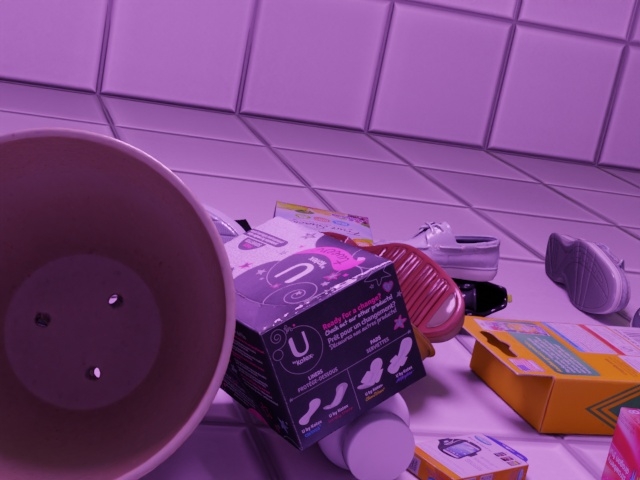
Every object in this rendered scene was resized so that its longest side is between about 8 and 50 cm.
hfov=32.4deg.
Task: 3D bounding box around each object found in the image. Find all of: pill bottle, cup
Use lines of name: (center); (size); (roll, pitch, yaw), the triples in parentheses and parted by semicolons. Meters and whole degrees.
pill bottle: (0.035, 0.186, 1.195); (0.103, 0.103, 0.184); (6, 16, -20)
cup: (-0.246, 0.079, 1.071); (0.331, 0.331, 0.237); (11, -9, -2)

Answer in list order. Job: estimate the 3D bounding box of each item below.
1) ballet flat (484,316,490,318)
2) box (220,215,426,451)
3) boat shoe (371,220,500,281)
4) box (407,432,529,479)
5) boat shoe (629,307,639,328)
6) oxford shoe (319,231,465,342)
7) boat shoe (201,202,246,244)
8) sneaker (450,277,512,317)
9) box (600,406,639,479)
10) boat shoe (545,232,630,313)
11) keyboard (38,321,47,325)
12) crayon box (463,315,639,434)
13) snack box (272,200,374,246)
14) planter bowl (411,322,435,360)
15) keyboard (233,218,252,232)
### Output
ballet flat: (0.263, 0.145, 1.636); (0.041, 0.041, 0.114); (0, 18, -36)
box: (-0.032, 0.083, 1.158); (0.163, 0.142, 0.247); (-28, 25, -21)
boat shoe: (0.174, 0.009, 1.652); (0.227, 0.081, 0.079); (7, 11, -30)
box: (0.165, 0.247, 1.217); (0.136, 0.028, 0.081); (2, 18, -39)
boat shoe: (0.567, 0.143, 1.742); (0.116, 0.099, 0.319); (11, 14, 4)
oxford shoe: (0.090, 0.081, 1.533); (0.348, 0.123, 0.130); (24, -25, 53)
boat shoe: (-0.232, -0.023, 1.760); (0.302, 0.109, 0.094); (15, 13, 25)
sneaker: (0.193, 0.080, 1.674); (0.234, 0.084, 0.097); (0, -7, -35)
box: (0.379, 0.277, 1.066); (0.122, 0.128, 0.257); (8, 16, -12)
boat shoe: (0.496, 0.056, 1.989); (0.103, 0.118, 0.320); (5, 9, -7)
keyboard: (-0.330, 0.034, 1.452); (0.100, 0.038, 0.192); (12, 42, 10)
crayon box: (0.346, 0.181, 1.479); (0.322, 0.083, 0.203); (6, 16, -21)
snack box: (0.000, 0.000, 1.909); (0.174, 0.070, 0.207); (10, 17, -5)
planter bowl: (0.028, 0.123, 1.374); (0.217, 0.090, 0.217); (31, -13, 8)
keyboard: (-0.137, -0.002, 1.900); (0.108, 0.023, 0.180); (-4, 19, -13)
